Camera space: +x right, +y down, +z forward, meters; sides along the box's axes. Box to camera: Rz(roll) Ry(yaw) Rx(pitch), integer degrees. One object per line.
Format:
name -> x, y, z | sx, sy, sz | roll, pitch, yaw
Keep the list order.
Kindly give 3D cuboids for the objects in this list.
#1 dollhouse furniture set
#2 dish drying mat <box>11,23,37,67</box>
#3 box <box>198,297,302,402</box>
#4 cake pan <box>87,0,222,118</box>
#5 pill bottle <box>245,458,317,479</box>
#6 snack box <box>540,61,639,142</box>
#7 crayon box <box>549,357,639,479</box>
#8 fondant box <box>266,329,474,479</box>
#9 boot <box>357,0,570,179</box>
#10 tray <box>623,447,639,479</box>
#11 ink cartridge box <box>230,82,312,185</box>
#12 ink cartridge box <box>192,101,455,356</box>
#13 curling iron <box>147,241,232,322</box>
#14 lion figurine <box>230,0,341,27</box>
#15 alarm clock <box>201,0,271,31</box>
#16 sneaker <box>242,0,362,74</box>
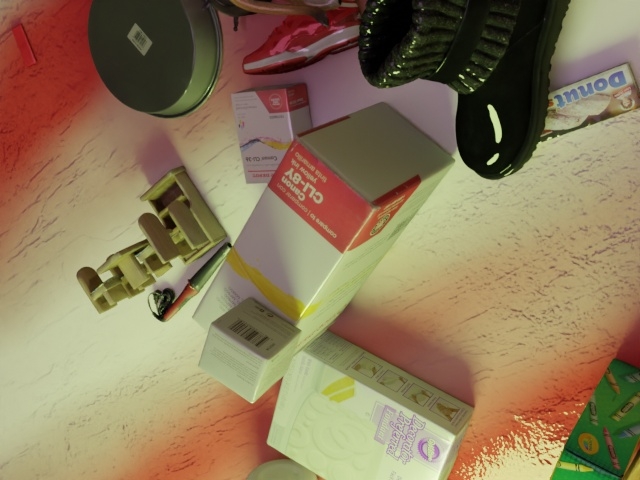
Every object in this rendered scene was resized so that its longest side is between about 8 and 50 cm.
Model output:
dollhouse furniture set -> -0.313, -0.016, 1.501 | 0.212, 0.242, 0.161 | -34, 88, 36
dish drying mat -> -0.604, -0.397, 1.682 | 0.032, 0.008, 0.083 | -14, 99, 34
box -> -0.100, 0.155, 1.177 | 0.101, 0.102, 0.087 | 30, 120, 18
cake pan -> -0.308, -0.360, 1.483 | 0.293, 0.054, 0.293 | 11, 113, 28
pill bottle -> -0.070, 0.582, 1.638 | 0.146, 0.146, 0.264 | 7, 112, 30
snack box -> 0.353, -0.186, 1.154 | 0.178, 0.022, 0.064 | -18, 96, 36
crayon box -> 0.391, 0.303, 1.159 | 0.081, 0.278, 0.165 | 24, 120, 24
fondant box -> 0.080, 0.335, 1.481 | 0.330, 0.096, 0.238 | 25, 120, 21
boot -> 0.172, -0.213, 1.083 | 0.131, 0.260, 0.348 | 41, 140, 42
tray -> 0.575, 0.317, 1.178 | 0.203, 0.076, 0.411 | 27, 119, 21
ink cartridge box -> -0.074, -0.161, 1.403 | 0.115, 0.067, 0.198 | 1, 109, 31
ink cartridge box -> 0.000, 0.000, 1.287 | 0.160, 0.279, 0.385 | 41, 124, 12
curling iron -> -0.261, 0.082, 1.634 | 0.274, 0.035, 0.068 | -38, 86, 36
lion figurine -> -0.110, -0.481, 1.213 | 0.240, 0.142, 0.392 | -7, 81, 13
alarm clock -> -0.125, -0.444, 1.334 | 0.129, 0.064, 0.192 | 49, 123, 7
sneaker -> -0.036, -0.346, 1.313 | 0.221, 0.087, 0.128 | -13, 93, 23
